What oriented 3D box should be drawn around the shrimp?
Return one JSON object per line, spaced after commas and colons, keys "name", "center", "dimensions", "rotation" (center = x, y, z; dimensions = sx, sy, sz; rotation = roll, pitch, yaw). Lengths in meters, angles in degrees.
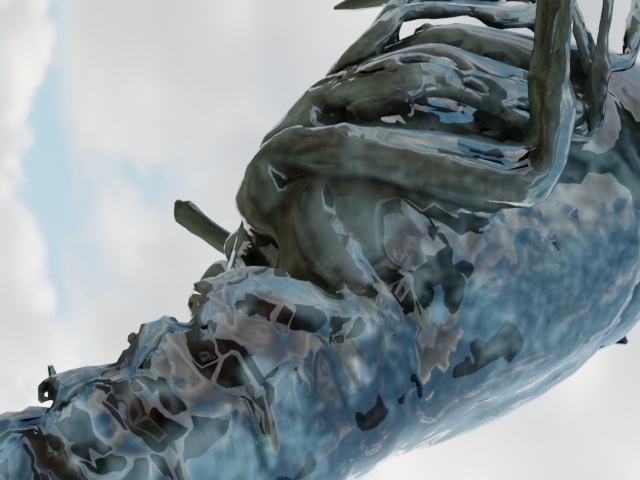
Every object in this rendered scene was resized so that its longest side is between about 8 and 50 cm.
{"name": "shrimp", "center": [0.005, 0.002, 0.425], "dimensions": [0.166, 0.410, 0.221], "rotation": [43, -40, 11]}
